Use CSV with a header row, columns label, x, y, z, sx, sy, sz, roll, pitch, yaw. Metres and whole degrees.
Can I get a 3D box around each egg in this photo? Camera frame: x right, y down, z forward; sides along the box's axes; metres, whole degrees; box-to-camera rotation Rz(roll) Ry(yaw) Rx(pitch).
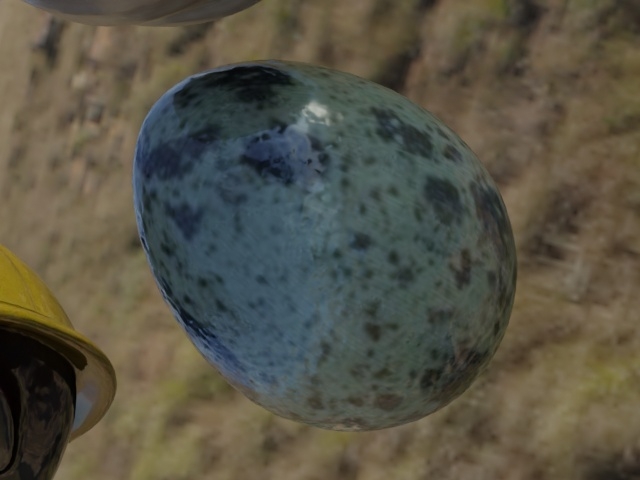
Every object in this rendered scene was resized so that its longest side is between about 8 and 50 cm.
label,x,y,z,sx,sy,sz,roll,pitch,yaw
egg,0.000,0.000,0.663,0.132,0.172,0.132,-35,32,26

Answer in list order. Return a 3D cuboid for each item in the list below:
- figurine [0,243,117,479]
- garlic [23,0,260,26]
label,x,y,z,sx,sy,sz,roll,pitch,yaw
figurine,-0.189,0.099,0.655,0.192,0.167,0.257,-20,33,33
garlic,-0.047,-0.178,0.591,0.228,0.152,0.228,-49,-33,-48
